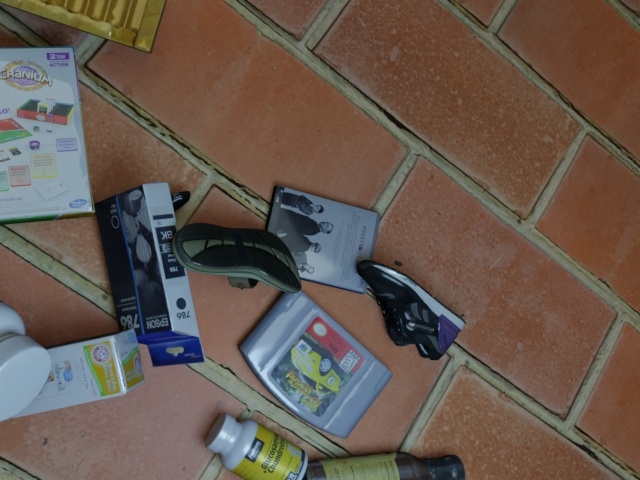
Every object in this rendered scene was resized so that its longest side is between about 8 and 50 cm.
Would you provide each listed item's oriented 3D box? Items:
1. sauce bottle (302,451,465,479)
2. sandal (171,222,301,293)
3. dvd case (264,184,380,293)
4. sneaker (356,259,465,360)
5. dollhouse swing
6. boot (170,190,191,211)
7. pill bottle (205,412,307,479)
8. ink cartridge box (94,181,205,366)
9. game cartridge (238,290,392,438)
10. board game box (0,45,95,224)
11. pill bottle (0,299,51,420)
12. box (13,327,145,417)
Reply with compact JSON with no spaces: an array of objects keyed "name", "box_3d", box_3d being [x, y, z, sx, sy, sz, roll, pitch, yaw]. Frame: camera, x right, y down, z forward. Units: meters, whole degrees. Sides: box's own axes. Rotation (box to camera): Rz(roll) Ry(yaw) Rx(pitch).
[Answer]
[{"name":"sauce bottle","box_3d":[0.126,0.486,1.425,0.345,0.111,0.111,2,84,-20]},{"name":"sandal","box_3d":[-0.157,0.037,1.330,0.303,0.086,0.120,16,49,-41]},{"name":"dvd case","box_3d":[0.000,0.000,1.474,0.239,0.030,0.179,15,80,-18]},{"name":"sneaker","box_3d":[0.174,0.153,1.470,0.283,0.107,0.124,36,81,-20]},{"name":"dollhouse swing","box_3d":[-0.431,-0.535,1.257,0.347,0.315,0.304,17,99,-16]},{"name":"boot","box_3d":[-0.298,-0.036,1.367,0.121,0.045,0.099,-18,88,-13]},{"name":"pill bottle","box_3d":[-0.124,0.407,1.349,0.184,0.103,0.103,34,75,-13]},{"name":"ink cartridge box","box_3d":[-0.314,0.073,1.285,0.065,0.165,0.332,-12,88,-50]},{"name":"game cartridge","box_3d":[-0.013,0.257,1.432,0.294,0.060,0.196,42,77,-10]},{"name":"board game box","box_3d":[-0.553,-0.191,1.284,0.242,0.064,0.316,-6,86,-19]},{"name":"pill bottle","box_3d":[-0.587,0.148,1.110,0.319,0.176,0.176,27,74,18]},{"name":"box","box_3d":[-0.425,0.227,1.225,0.203,0.114,0.103,-12,89,4]}]
